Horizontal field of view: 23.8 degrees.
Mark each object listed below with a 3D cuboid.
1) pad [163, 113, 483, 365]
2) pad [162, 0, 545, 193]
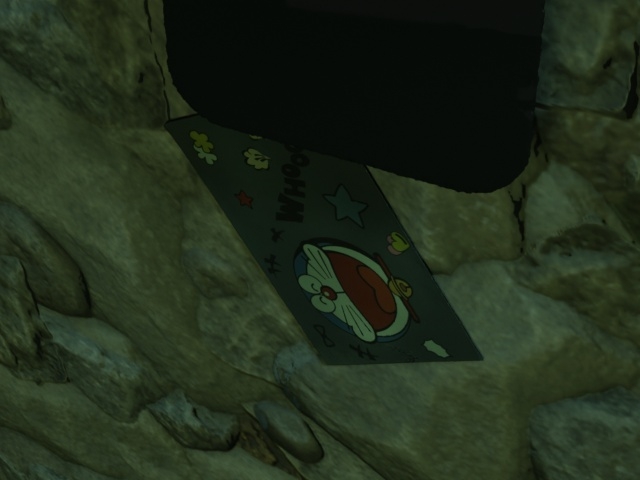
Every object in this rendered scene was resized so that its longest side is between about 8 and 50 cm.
[{"bbox_3d":[0.000,0.000,1.115,0.170,0.006,0.245,-6,126,46],"label":"pad"},{"bbox_3d":[0.052,-0.202,0.836,0.315,0.063,0.375,18,132,20],"label":"pad"}]
